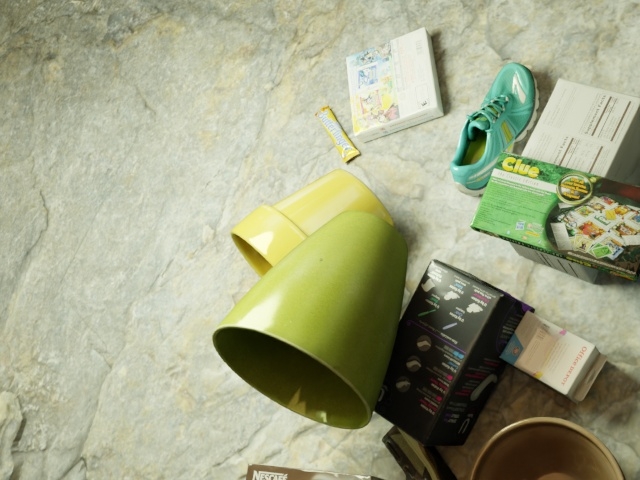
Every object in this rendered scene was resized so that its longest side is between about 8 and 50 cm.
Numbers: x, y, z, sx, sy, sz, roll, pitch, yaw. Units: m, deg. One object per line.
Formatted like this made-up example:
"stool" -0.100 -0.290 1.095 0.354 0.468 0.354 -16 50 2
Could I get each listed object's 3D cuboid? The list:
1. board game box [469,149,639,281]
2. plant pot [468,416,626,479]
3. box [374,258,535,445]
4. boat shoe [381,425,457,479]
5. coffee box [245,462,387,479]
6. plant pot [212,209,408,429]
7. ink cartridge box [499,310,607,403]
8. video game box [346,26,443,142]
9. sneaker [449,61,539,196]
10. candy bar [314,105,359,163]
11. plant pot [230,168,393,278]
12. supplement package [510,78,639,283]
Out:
"board game box" 0.368 -0.041 1.245 0.260 0.030 0.136 21 84 30
"plant pot" 0.353 0.396 1.262 0.237 0.110 0.237 -12 64 26
"box" 0.212 0.189 1.376 0.143 0.165 0.270 29 94 35
"boat shoe" 0.177 0.399 1.386 0.073 0.080 0.223 -44 49 13
"coffee box" -0.010 0.473 1.442 0.246 0.098 0.141 -2 68 29
"plant pot" 0.018 0.102 1.332 0.275 0.275 0.293 11 56 33
"ink cartridge box" 0.384 0.195 1.343 0.143 0.090 0.092 30 86 35
"video game box" 0.152 -0.323 1.729 0.187 0.048 0.205 -15 62 22
"sneaker" 0.323 -0.215 1.545 0.107 0.110 0.275 19 79 34
"candy bar" 0.034 -0.228 1.773 0.040 0.018 0.161 -36 57 11
"plant pot" 0.000 0.000 1.568 0.239 0.254 0.254 -42 53 -11
"supplement package" 0.424 -0.094 1.375 0.145 0.204 0.262 24 83 32
